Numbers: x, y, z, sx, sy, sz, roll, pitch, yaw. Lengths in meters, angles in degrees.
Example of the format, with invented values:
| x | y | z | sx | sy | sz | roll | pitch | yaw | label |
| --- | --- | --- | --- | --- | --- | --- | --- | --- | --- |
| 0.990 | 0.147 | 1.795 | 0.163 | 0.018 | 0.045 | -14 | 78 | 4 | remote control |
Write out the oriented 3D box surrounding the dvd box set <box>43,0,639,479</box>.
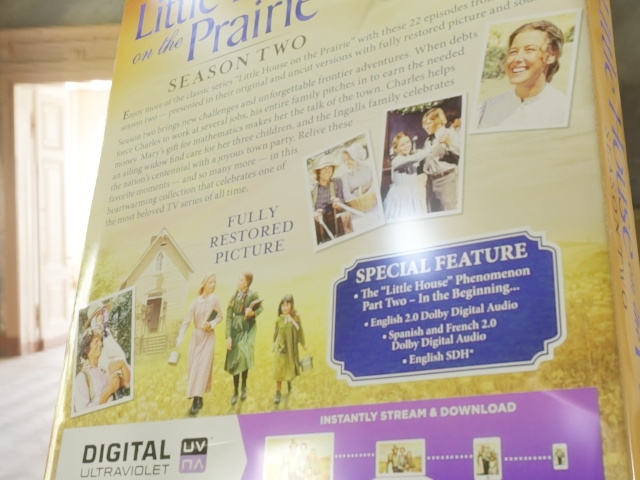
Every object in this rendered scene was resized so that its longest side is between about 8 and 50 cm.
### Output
| x | y | z | sx | sy | sz | roll | pitch | yaw | label |
| --- | --- | --- | --- | --- | --- | --- | --- | --- | --- |
| 0.000 | 0.000 | 0.434 | 0.308 | 0.420 | 0.062 | -12 | -27 | 29 | dvd box set |
